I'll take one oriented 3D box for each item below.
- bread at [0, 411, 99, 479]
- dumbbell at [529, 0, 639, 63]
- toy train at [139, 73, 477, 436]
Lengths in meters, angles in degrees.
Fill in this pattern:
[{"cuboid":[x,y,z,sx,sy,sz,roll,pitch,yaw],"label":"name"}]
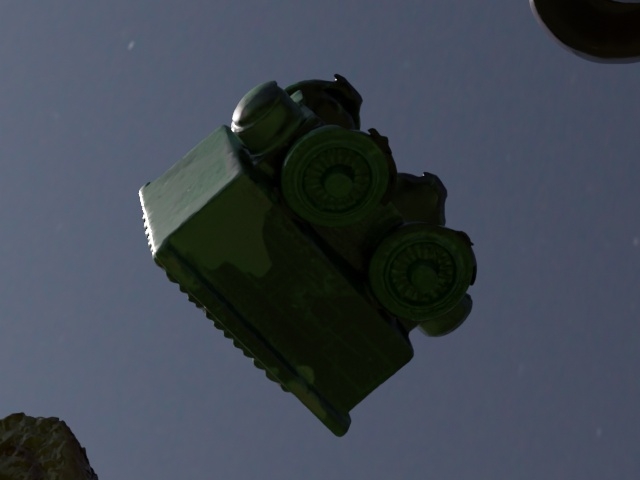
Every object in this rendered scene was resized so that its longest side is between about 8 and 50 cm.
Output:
[{"cuboid":[-0.146,0.189,0.974,0.103,0.132,0.172,3,-41,23],"label":"bread"},{"cuboid":[0.209,-0.208,1.284,0.124,0.225,0.140,8,-98,6],"label":"dumbbell"},{"cuboid":[0.000,0.000,1.502,0.202,0.145,0.266,-40,-65,9],"label":"toy train"}]
